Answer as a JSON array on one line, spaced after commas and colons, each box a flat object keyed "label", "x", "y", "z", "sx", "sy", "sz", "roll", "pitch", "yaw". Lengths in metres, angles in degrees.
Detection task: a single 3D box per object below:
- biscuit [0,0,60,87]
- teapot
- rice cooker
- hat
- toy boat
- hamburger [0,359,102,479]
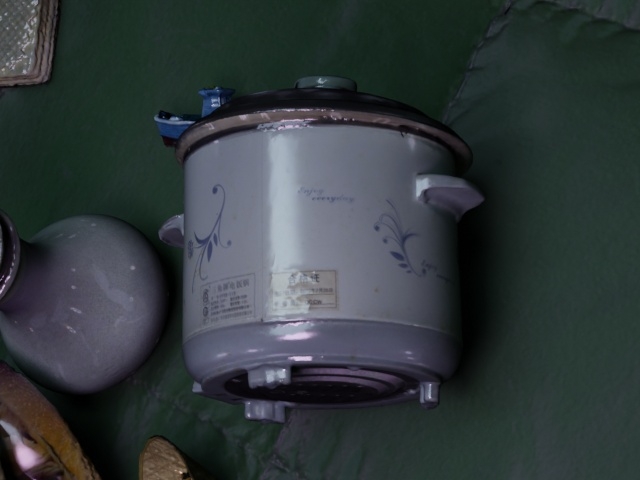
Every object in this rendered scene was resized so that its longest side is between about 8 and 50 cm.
[{"label": "biscuit", "x": -0.398, "y": -0.240, "z": 2.073, "sx": 0.252, "sy": 0.052, "sz": 0.150, "roll": 0, "pitch": 76, "yaw": 30}, {"label": "teapot", "x": -0.267, "y": 0.045, "z": 1.794, "sx": 0.183, "sy": 0.251, "sz": 0.184, "roll": -9, "pitch": 72, "yaw": 28}, {"label": "rice cooker", "x": 0.000, "y": 0.000, "z": 1.651, "sx": 0.316, "sy": 0.264, "sz": 0.317, "roll": -9, "pitch": 73, "yaw": 30}, {"label": "hat", "x": -0.109, "y": 0.244, "z": 1.762, "sx": 0.146, "sy": 0.067, "sz": 0.146, "roll": 34, "pitch": 130, "yaw": 53}, {"label": "toy boat", "x": -0.100, "y": -0.122, "z": 1.862, "sx": 0.137, "sy": 0.060, "sz": 0.061, "roll": 3, "pitch": 98, "yaw": 34}, {"label": "hamburger", "x": -0.351, "y": 0.271, "z": 1.775, "sx": 0.277, "sy": 0.195, "sz": 0.318, "roll": 37, "pitch": 118, "yaw": 24}]
